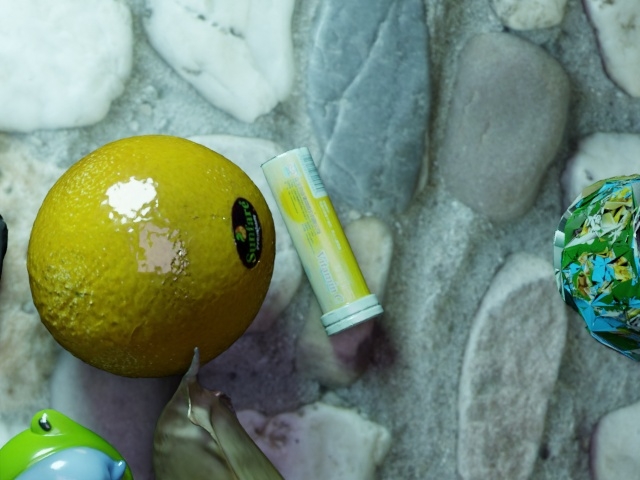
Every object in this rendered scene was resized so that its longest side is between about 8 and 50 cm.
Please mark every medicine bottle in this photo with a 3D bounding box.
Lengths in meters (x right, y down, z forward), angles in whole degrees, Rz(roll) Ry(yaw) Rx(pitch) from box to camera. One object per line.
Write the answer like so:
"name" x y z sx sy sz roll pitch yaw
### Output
"medicine bottle" 0.000 0.000 1.753 0.074 0.074 0.218 -21 85 -17

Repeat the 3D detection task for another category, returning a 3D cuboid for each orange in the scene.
"orange" -0.180 0.015 1.604 0.274 0.274 0.274 2 80 -14

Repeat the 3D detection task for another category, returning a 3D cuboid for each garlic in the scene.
"garlic" -0.087 0.266 1.617 0.151 0.196 0.338 -27 96 -30

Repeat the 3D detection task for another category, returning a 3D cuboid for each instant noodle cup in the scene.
"instant noodle cup" 0.421 0.016 1.804 0.240 0.178 0.240 2 81 -15

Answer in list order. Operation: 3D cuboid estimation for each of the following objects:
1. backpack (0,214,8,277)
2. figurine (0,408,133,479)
"backpack" -0.425 0.019 1.618 0.165 0.106 0.120 7 84 -17
"figurine" -0.257 0.308 1.605 0.162 0.143 0.263 -36 109 2
